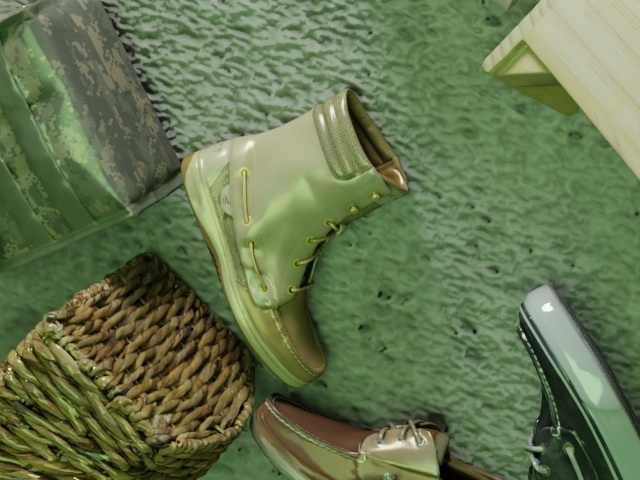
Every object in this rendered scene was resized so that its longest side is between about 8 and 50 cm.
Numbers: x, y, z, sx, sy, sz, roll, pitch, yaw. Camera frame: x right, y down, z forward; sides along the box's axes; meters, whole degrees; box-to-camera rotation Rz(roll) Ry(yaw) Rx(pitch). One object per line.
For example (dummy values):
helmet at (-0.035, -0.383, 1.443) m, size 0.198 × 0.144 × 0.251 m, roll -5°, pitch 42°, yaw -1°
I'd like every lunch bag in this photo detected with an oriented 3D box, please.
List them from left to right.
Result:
lunch bag at (-0.321, -0.097, 1.835) m, size 0.287 × 0.169 × 0.235 m, roll -21°, pitch 99°, yaw 27°

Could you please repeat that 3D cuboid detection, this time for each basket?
basket at (-0.214, 0.179, 1.794) m, size 0.213 × 0.299 × 0.223 m, roll 46°, pitch 108°, yaw 1°

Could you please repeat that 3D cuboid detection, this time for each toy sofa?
toy sofa at (0.318, -0.085, 1.562) m, size 0.177 × 0.150 × 0.362 m, roll -48°, pitch 52°, yaw 19°

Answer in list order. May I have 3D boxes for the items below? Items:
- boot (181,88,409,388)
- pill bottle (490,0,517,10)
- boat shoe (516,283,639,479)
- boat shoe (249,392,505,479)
boot at (0.000, 0.000, 1.801) m, size 0.203 × 0.095 × 0.262 m, roll -22°, pitch 91°, yaw 19°
pill bottle at (0.115, -0.298, 1.686) m, size 0.193 × 0.108 × 0.108 m, roll 34°, pitch 110°, yaw 7°
boat shoe at (0.254, 0.208, 1.751) m, size 0.119 × 0.121 × 0.335 m, roll -25°, pitch 96°, yaw 10°
boat shoe at (0.086, 0.231, 1.821) m, size 0.324 × 0.123 × 0.116 m, roll 29°, pitch 105°, yaw -1°
